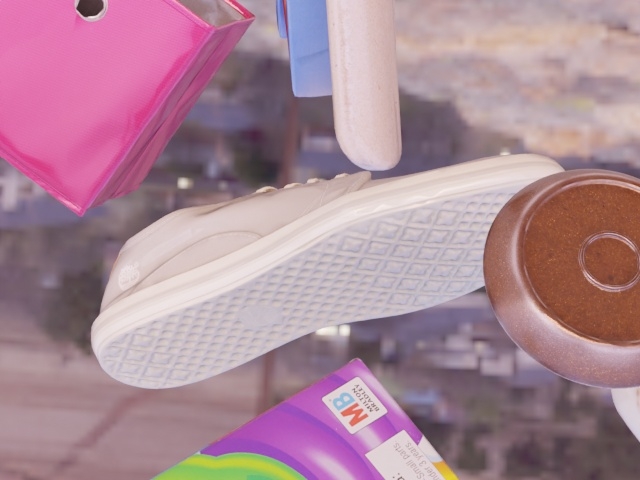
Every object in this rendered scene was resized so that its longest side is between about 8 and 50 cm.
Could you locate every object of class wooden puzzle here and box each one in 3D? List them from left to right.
[{"bbox_3d":[0.001,-0.235,1.231,0.080,0.322,0.348,-4,-163,2],"label":"wooden puzzle"}]

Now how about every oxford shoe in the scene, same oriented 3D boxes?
[{"bbox_3d":[0.000,0.000,1.723,0.449,0.130,0.169,-19,140,16],"label":"oxford shoe"}]

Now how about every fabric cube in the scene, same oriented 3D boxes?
[{"bbox_3d":[-0.265,-0.216,2.216,0.254,0.258,0.259,37,-168,1],"label":"fabric cube"}]

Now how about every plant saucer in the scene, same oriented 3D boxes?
[{"bbox_3d":[0.196,0.019,1.349,0.168,0.168,0.029,4,153,-7],"label":"plant saucer"}]

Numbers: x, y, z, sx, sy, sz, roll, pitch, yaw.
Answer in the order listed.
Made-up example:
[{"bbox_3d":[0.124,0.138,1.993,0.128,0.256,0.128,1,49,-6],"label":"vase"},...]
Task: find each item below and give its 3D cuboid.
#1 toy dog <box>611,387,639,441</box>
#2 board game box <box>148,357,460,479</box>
[{"bbox_3d":[0.494,0.130,1.775,0.408,0.285,0.395,5,154,48],"label":"toy dog"},{"bbox_3d":[-0.063,0.179,0.658,0.275,0.144,0.142,-28,162,-41],"label":"board game box"}]
